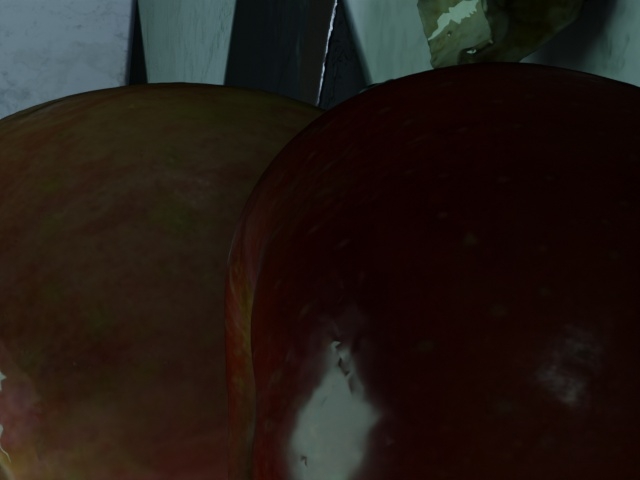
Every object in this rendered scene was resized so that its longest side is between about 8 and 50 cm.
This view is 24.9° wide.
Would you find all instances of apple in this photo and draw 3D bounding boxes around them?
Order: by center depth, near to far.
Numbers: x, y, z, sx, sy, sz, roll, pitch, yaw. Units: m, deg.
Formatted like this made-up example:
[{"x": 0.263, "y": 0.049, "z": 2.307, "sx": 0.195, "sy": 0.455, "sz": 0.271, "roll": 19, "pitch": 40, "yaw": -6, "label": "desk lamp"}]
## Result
[{"x": 0.073, "y": 0.061, "z": 0.536, "sx": 0.260, "sy": 0.216, "sz": 0.260, "roll": 180, "pitch": 90, "yaw": -78, "label": "apple"}, {"x": -0.074, "y": 0.081, "z": 0.804, "sx": 0.364, "sy": 0.364, "sz": 0.364, "roll": 180, "pitch": 90, "yaw": -77, "label": "apple"}]

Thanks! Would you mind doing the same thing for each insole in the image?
[{"x": 0.007, "y": -0.252, "z": 1.286, "sx": 0.111, "sy": 0.007, "sz": 0.328, "roll": -107, "pitch": 21, "yaw": -55, "label": "insole"}]

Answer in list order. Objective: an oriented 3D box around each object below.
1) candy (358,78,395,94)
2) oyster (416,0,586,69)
[{"x": 0.074, "y": -0.044, "z": 0.909, "sx": 0.226, "sy": 0.051, "sz": 0.094, "roll": -124, "pitch": 16, "yaw": -68, "label": "candy"}, {"x": 0.100, "y": -0.212, "z": 0.673, "sx": 0.166, "sy": 0.110, "sz": 0.341, "roll": -100, "pitch": 13, "yaw": -57, "label": "oyster"}]
